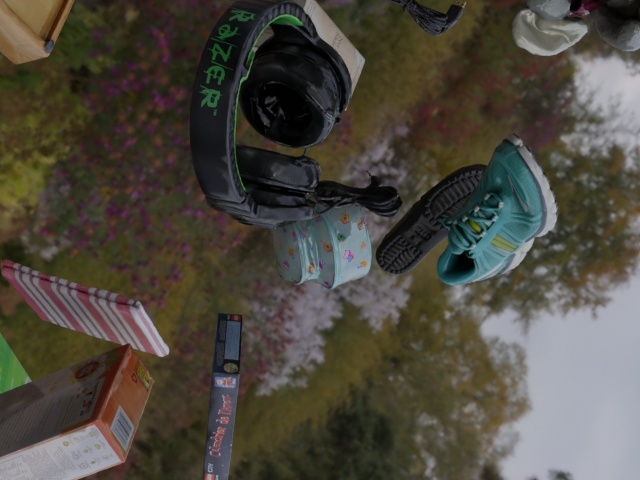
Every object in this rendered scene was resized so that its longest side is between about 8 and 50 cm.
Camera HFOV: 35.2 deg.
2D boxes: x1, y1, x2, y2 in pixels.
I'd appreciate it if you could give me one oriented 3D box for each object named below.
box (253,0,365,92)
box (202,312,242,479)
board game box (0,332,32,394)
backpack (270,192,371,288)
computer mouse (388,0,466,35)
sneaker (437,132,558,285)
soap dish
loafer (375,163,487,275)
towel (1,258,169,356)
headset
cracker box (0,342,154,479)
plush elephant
[{"bbox_3d":[-0.031,-0.419,2.237,0.311,0.121,0.148,32,76,-60],"label":"box"},{"bbox_3d":[-0.161,0.260,1.663,0.159,0.044,0.233,-95,-168,-58],"label":"box"},{"bbox_3d":[-0.465,0.186,1.399,0.124,0.039,0.260,-87,167,-47],"label":"board game box"},{"bbox_3d":[0.000,0.000,1.743,0.144,0.166,0.188,-17,-162,-33],"label":"backpack"},{"bbox_3d":[0.197,-0.482,1.749,0.060,0.184,0.262,-31,-152,52],"label":"computer mouse"},{"bbox_3d":[0.209,-0.021,1.230,0.109,0.107,0.275,-22,153,-17],"label":"sneaker"},{"bbox_3d":[-0.531,-0.463,1.737,0.291,0.118,0.229,52,57,-68],"label":"soap dish"},{"bbox_3d":[0.168,-0.041,1.495,0.220,0.080,0.078,-38,-167,17],"label":"loafer"},{"bbox_3d":[-0.290,0.083,1.257,0.144,0.197,0.029,77,31,-62],"label":"towel"},{"bbox_3d":[-0.022,-0.118,1.193,0.394,0.185,0.244,52,52,-65],"label":"headset"},{"bbox_3d":[-0.320,0.221,1.165,0.232,0.067,0.156,-21,-156,15],"label":"cracker box"},{"bbox_3d":[0.442,-0.434,1.643,0.330,0.255,0.272,24,69,-76],"label":"plush elephant"}]
